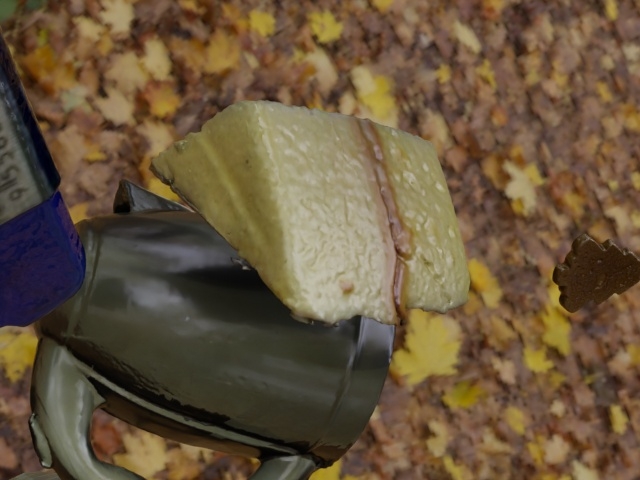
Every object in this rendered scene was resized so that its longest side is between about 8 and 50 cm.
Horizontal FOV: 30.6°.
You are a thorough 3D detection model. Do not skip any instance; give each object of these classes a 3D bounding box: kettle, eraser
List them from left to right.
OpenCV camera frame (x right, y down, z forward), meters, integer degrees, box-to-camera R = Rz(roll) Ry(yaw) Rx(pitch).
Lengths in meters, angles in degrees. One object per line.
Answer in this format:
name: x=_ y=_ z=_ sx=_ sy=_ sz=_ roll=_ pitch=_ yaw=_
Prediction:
eraser: x=-0.256 y=-0.068 z=0.736 sx=0.101 sy=0.155 sz=0.332 roll=51 pitch=-19 yaw=37
kettle: x=-0.128 y=0.119 z=1.132 sx=0.324 sy=0.228 sz=0.321 roll=17 pitch=74 yaw=-21

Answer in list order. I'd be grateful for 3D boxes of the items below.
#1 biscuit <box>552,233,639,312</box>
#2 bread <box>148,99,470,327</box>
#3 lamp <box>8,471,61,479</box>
biscuit: x=0.255 y=0.027 z=1.064 sx=0.016 sy=0.092 sz=0.082 roll=-116 pitch=-157 yaw=-56
bread: x=0.000 y=0.000 z=0.951 sx=0.240 sy=0.135 sz=0.178 roll=5 pitch=66 yaw=-47
lamp: x=-0.365 y=0.427 z=1.557 sx=0.233 sy=0.265 sz=0.233 roll=10 pitch=64 yaw=-21
